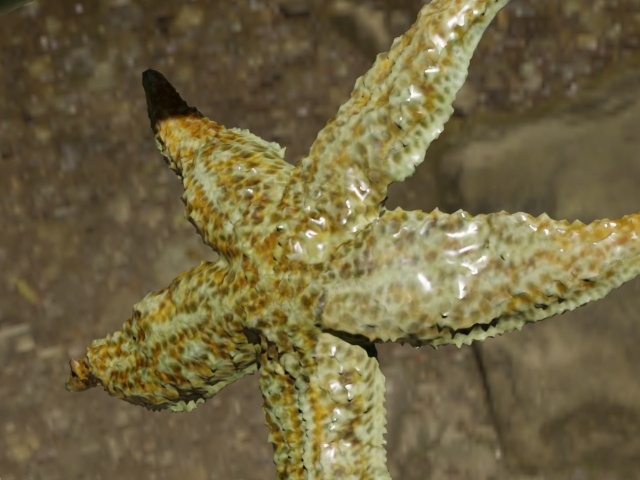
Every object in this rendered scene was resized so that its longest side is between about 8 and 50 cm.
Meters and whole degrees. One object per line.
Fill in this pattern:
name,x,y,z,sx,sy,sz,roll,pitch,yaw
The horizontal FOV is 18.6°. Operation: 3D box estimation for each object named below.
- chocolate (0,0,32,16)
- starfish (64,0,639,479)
chocolate,-0.151,-0.189,1.083,0.291,0.110,0.110,-22,48,12
starfish,-0.001,-0.002,0.962,0.078,0.358,0.347,6,20,-48
